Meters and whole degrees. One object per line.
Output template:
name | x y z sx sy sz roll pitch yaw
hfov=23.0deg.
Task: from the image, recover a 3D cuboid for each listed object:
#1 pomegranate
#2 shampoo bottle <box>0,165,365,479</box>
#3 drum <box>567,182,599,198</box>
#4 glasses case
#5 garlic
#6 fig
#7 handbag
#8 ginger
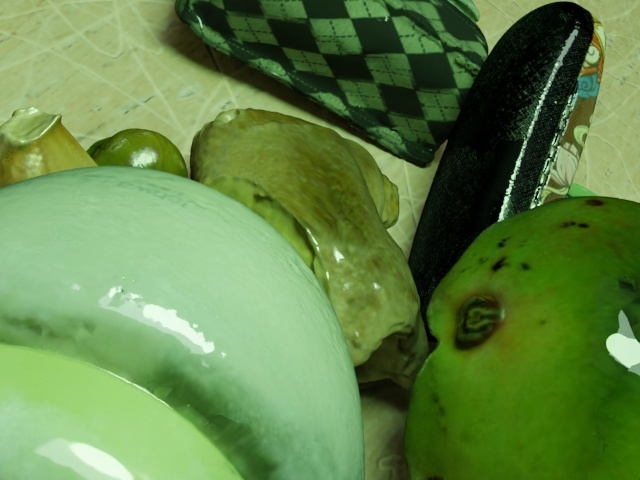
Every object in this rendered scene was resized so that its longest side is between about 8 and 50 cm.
pomegranate | 0.239 0.131 1.147 0.358 0.216 0.310 34 57 -29
shampoo bottle | -0.134 0.123 0.890 0.322 0.322 0.317 27 34 -6
drum | 0.258 0.049 1.422 0.130 0.049 0.253 -7 53 -36
glasses case | 0.155 -0.059 1.324 0.082 0.122 0.321 30 69 -23
garlic | -0.170 0.001 1.160 0.206 0.128 0.115 34 -7 -18
fig | -0.152 -0.057 1.249 0.082 0.084 0.098 17 35 -44
handbag | 0.043 -0.294 1.557 0.316 0.180 0.416 28 34 -17
ginger | 0.000 0.000 1.253 0.276 0.130 0.221 53 30 11
